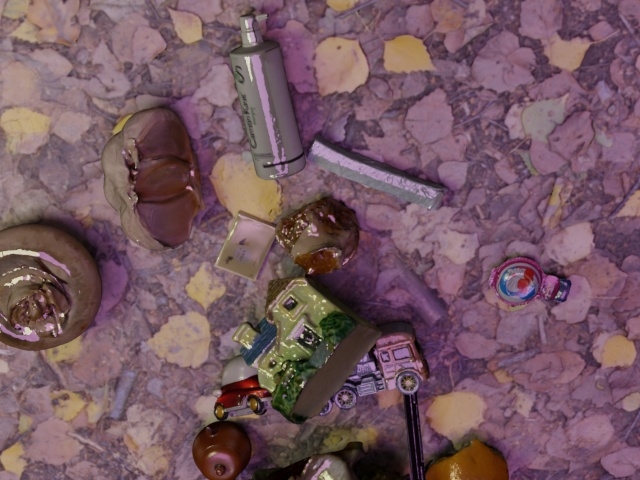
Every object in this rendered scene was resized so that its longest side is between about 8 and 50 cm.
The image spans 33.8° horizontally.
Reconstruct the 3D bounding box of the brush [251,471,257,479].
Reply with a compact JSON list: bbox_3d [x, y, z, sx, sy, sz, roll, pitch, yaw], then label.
[{"bbox_3d":[-0.157,0.587,2.039,0.051,0.070,0.323,16,114,-7],"label":"brush"}]

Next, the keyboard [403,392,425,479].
[{"bbox_3d":[0.172,0.362,1.933,0.010,0.064,0.198,-2,101,25],"label":"keyboard"}]

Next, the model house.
[{"bbox_3d":[-0.046,0.170,1.754,0.189,0.195,0.214,41,98,22],"label":"model house"}]

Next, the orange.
[{"bbox_3d":[0.276,0.457,1.976,0.160,0.112,0.170,10,124,-6],"label":"orange"}]

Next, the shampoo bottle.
[{"bbox_3d":[-0.089,-0.231,1.684,0.085,0.085,0.262,-11,112,3],"label":"shampoo bottle"}]

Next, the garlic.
[{"bbox_3d":[-0.289,-0.100,1.700,0.143,0.178,0.229,5,95,30],"label":"garlic"}]

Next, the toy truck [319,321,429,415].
[{"bbox_3d":[0.056,0.214,1.868,0.257,0.108,0.140,-15,99,8],"label":"toy truck"}]

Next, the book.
[{"bbox_3d":[-0.128,0.011,1.823,0.077,0.014,0.111,22,110,-10],"label":"book"}]

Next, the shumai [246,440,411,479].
[{"bbox_3d":[0.003,0.507,1.935,0.289,0.330,0.291,13,75,13],"label":"shumai"}]

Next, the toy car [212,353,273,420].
[{"bbox_3d":[-0.125,0.255,1.874,0.139,0.112,0.112,-21,74,43],"label":"toy car"}]

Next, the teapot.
[{"bbox_3d":[-0.180,0.400,1.935,0.116,0.116,0.173,-13,113,4],"label":"teapot"}]

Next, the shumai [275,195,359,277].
[{"bbox_3d":[0.002,0.003,1.767,0.146,0.116,0.145,-1,109,-3],"label":"shumai"}]

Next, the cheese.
[{"bbox_3d":[0.367,0.077,1.849,0.145,0.038,0.095,10,113,-5],"label":"cheese"}]

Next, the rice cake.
[{"bbox_3d":[0.094,-0.111,1.763,0.245,0.042,0.045,20,114,-10],"label":"rice cake"}]

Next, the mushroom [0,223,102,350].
[{"bbox_3d":[-0.481,0.084,1.759,0.227,0.178,0.226,1,122,2],"label":"mushroom"}]
